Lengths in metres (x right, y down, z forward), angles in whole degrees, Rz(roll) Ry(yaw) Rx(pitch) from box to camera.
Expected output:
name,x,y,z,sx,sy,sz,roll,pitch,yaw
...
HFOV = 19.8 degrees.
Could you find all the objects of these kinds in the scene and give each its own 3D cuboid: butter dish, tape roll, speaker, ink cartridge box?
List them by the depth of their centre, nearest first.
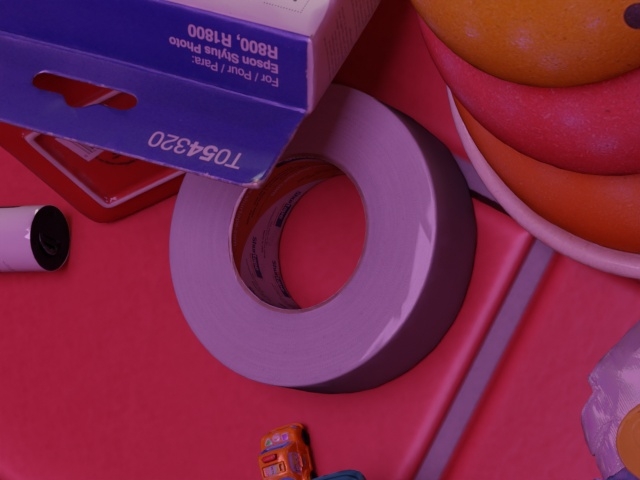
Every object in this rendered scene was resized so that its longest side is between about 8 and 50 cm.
name,x,y,z,sx,sy,sz,roll,pitch,yaw
ink cartridge box,-0.114,-0.208,1.310,0.324,0.071,0.330,15,53,21
tape roll,0.000,0.000,1.326,0.219,0.072,0.219,-6,77,28
butter dish,-0.154,-0.112,1.408,0.160,0.160,0.118,-24,47,24
speaker,-0.271,0.000,1.487,0.136,0.055,0.055,-2,80,29

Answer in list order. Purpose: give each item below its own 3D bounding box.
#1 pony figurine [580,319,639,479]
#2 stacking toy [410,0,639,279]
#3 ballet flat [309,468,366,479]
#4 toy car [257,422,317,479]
name,x,y,z,sx,sy,sz,roll,pitch,yaw
pony figurine,0.285,0.117,1.028,0.303,0.363,0.351,47,120,20
stacking toy,0.147,-0.176,1.041,0.350,0.480,0.351,-6,78,29
ballet flat,-0.094,0.282,1.305,0.409,0.147,0.147,-25,69,29
toy car,0.005,0.160,1.312,0.122,0.040,0.060,-1,80,29
